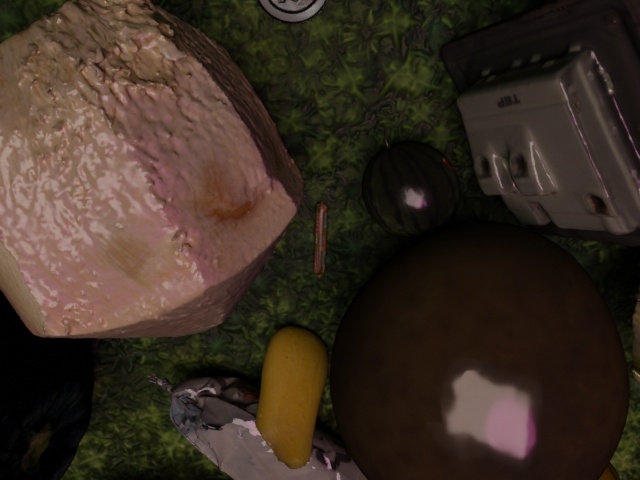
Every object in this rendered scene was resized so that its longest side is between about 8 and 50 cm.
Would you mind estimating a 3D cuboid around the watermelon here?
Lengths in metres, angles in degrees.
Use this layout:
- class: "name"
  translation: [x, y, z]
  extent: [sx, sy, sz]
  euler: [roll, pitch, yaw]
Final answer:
- class: "watermelon"
  translation: [0.092, -0.066, 0.653]
  extent: [0.105, 0.105, 0.133]
  euler: [-27, 99, 12]

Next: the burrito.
- class: "burrito"
  translation: [-0.036, 0.296, 0.796]
  extent: [0.445, 0.101, 0.139]
  euler: [40, 111, -12]

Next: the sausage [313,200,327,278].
- class: "sausage"
  translation: [0.000, 0.000, 0.727]
  extent: [0.015, 0.015, 0.100]
  euler: [3, 111, 1]

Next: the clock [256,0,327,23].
- class: "clock"
  translation: [-0.029, -0.270, 0.625]
  extent: [0.085, 0.017, 0.085]
  euler: [1, 110, 2]

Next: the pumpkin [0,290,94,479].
- class: "pumpkin"
  translation: [-0.402, 0.188, 0.664]
  extent: [0.238, 0.315, 0.315]
  euler: [11, 111, 8]

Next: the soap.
- class: "soap"
  translation: [-0.037, 0.189, 0.740]
  extent: [0.089, 0.168, 0.033]
  euler: [22, 154, -18]

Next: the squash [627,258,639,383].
- class: "squash"
  translation: [0.413, 0.129, 0.666]
  extent: [0.204, 0.237, 0.155]
  euler: [26, 143, 12]

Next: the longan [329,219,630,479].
- class: "longan"
  translation: [0.158, 0.140, 0.631]
  extent: [0.319, 0.319, 0.319]
  euler: [1, 111, 2]

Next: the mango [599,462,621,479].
- class: "mango"
  translation: [0.233, 0.374, 0.762]
  extent: [0.332, 0.195, 0.142]
  euler: [-36, 141, 3]

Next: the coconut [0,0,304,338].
- class: "coconut"
  translation: [-0.177, -0.049, 0.572]
  extent: [0.297, 0.297, 0.309]
  euler: [-27, 107, 12]

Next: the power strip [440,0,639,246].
- class: "power strip"
  translation: [0.221, -0.088, 0.561]
  extent: [0.092, 0.257, 0.251]
  euler: [-30, 105, -16]
